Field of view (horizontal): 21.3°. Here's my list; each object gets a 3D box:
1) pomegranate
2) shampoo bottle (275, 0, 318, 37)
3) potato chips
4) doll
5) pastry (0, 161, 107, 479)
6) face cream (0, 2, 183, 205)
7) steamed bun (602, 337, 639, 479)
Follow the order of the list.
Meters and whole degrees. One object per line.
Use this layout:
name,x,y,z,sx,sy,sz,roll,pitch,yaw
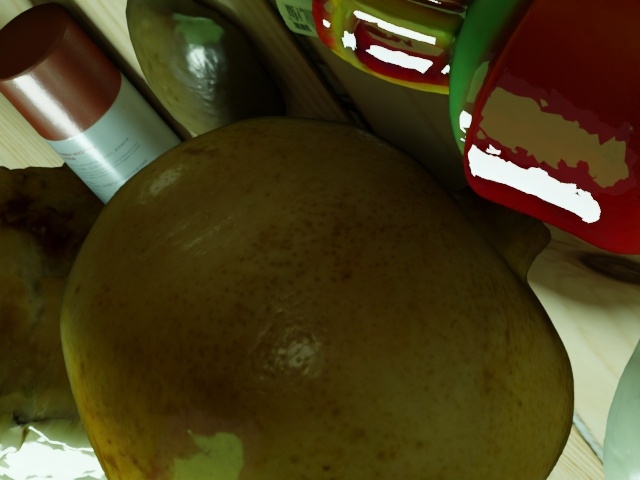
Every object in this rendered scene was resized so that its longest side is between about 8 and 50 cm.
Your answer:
pomegranate,0.009,0.091,1.320,0.416,0.416,0.416,30,162,11
shampoo bottle,0.030,-0.151,1.168,0.141,0.034,0.049,19,150,37
potato chips,-0.101,-0.136,1.412,0.150,0.049,0.202,23,154,15
doll,0.156,-0.082,0.923,0.363,0.160,0.182,27,154,19
pastry,-0.235,0.108,1.700,0.409,0.409,0.245,32,140,5
face cream,-0.210,-0.114,1.575,0.096,0.096,0.214,16,154,44
steamed bun,0.341,0.116,1.001,0.312,0.233,0.334,45,151,-23
